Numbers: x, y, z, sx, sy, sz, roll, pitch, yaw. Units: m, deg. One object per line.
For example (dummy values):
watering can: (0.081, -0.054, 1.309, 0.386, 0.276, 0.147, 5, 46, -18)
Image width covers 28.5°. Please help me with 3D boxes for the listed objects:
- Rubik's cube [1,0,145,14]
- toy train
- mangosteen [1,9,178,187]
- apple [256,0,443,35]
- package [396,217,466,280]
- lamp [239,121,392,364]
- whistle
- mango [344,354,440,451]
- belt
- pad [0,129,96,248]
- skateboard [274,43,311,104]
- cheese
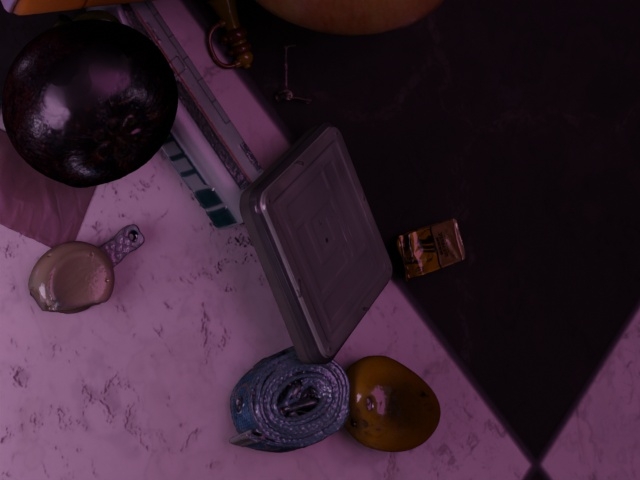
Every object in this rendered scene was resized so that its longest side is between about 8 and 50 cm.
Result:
Rubik's cube: (-0.256, -0.476, 1.501, 0.291, 0.291, 0.290, -14, 69, -38)
toy train: (-0.211, -0.200, 1.678, 0.088, 0.086, 0.407, -42, 108, -29)
mangosteen: (-0.293, -0.176, 1.552, 0.216, 0.216, 0.216, 6, 81, -36)
apple: (0.035, -0.469, 1.716, 0.391, 0.346, 0.392, 0, 100, 0)
package: (0.161, 0.015, 1.946, 0.131, 0.047, 0.071, -20, 98, -35)
lamp: (0.000, 0.000, 1.759, 0.269, 0.047, 0.267, -50, 123, -52)
whistle: (-0.129, -0.292, 1.777, 0.057, 0.046, 0.109, -30, 108, -50)
mango: (0.106, 0.240, 1.847, 0.195, 0.098, 0.137, 13, 72, -40)
belt: (-0.043, 0.222, 1.745, 0.163, 0.082, 0.148, 13, 64, -29)
pad: (-0.376, -0.068, 1.584, 0.187, 0.006, 0.113, 30, 67, -30)
skateboard: (-0.038, -0.243, 1.847, 0.063, 0.032, 0.083, 2, 84, -47)
cheese: (-0.291, 0.041, 1.607, 0.171, 0.047, 0.092, -18, 99, -39)
